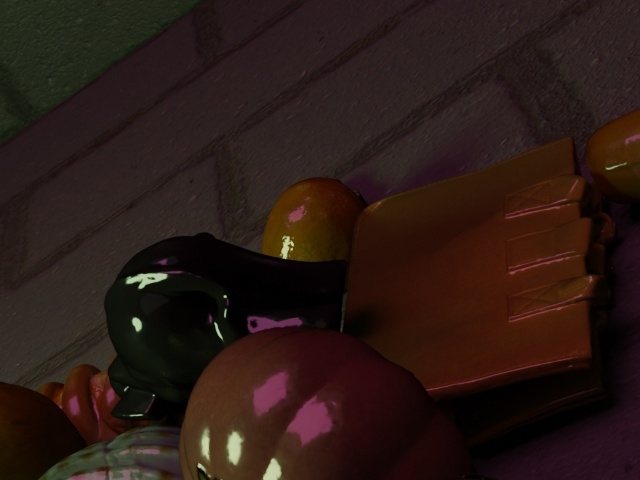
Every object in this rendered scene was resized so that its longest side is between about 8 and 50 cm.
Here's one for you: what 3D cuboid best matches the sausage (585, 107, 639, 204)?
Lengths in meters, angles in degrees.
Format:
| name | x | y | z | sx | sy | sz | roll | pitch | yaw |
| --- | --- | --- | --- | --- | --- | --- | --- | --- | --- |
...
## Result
| name | x | y | z | sx | sy | sz | roll | pitch | yaw |
| --- | --- | --- | --- | --- | --- | --- | --- | --- | --- |
| sausage | 0.435 | -0.122 | 1.700 | 0.328 | 0.112 | 0.112 | -20 | 30 | 34 |

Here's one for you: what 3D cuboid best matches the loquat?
| name | x | y | z | sx | sy | sz | roll | pitch | yaw |
| --- | --- | --- | --- | --- | --- | --- | --- | --- | --- |
| loquat | -0.387 | 0.302 | 1.865 | 0.276 | 0.276 | 0.284 | -30 | 0 | 18 |

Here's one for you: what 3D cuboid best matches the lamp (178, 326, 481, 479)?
| name | x | y | z | sx | sy | sz | roll | pitch | yaw |
| --- | --- | --- | --- | --- | --- | --- | --- | --- | --- |
| lamp | -0.003 | 0.226 | 1.436 | 0.239 | 0.305 | 0.305 | -43 | 23 | -28 |

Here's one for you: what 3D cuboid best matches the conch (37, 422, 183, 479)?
| name | x | y | z | sx | sy | sz | roll | pitch | yaw |
| --- | --- | --- | --- | --- | --- | --- | --- | --- | --- |
| conch | -0.181 | 0.297 | 1.685 | 0.303 | 0.215 | 0.319 | -17 | 31 | 19 |

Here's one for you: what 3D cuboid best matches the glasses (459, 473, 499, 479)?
| name | x | y | z | sx | sy | sz | roll | pitch | yaw |
| --- | --- | --- | --- | --- | --- | --- | --- | --- | --- |
| glasses | 0.255 | 0.182 | 1.220 | 0.234 | 0.268 | 0.118 | -16 | 50 | 36 |

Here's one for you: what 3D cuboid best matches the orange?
| name | x | y | z | sx | sy | sz | roll | pitch | yaw |
| --- | --- | --- | --- | --- | --- | --- | --- | --- | --- |
| orange | 0.000 | 0.000 | 2.046 | 0.136 | 0.159 | 0.159 | 16 | 45 | 12 |

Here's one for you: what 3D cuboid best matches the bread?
| name | x | y | z | sx | sy | sz | roll | pitch | yaw |
| --- | --- | --- | --- | --- | --- | --- | --- | --- | --- |
| bread | -0.332 | 0.247 | 2.075 | 0.311 | 0.121 | 0.173 | -33 | 17 | 12 |

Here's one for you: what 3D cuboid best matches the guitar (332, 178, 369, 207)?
| name | x | y | z | sx | sy | sz | roll | pitch | yaw |
| --- | --- | --- | --- | --- | --- | --- | --- | --- | --- |
| guitar | 0.050 | -0.037 | 2.160 | 0.084 | 0.038 | 0.271 | -45 | 23 | -15 |

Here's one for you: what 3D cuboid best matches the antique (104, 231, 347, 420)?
| name | x | y | z | sx | sy | sz | roll | pitch | yaw |
| --- | --- | --- | --- | --- | --- | --- | --- | --- | --- |
| antique | -0.103 | 0.098 | 1.698 | 0.255 | 0.322 | 0.185 | 3 | 65 | 2 |

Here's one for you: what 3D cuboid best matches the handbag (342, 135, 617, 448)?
| name | x | y | z | sx | sy | sz | roll | pitch | yaw |
| --- | --- | --- | --- | --- | --- | --- | --- | --- | --- |
| handbag | 0.175 | 0.061 | 1.713 | 0.283 | 0.133 | 0.401 | -23 | 28 | 21 |
